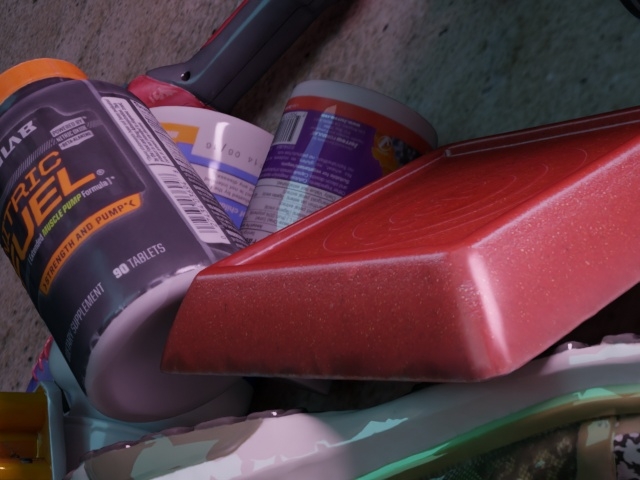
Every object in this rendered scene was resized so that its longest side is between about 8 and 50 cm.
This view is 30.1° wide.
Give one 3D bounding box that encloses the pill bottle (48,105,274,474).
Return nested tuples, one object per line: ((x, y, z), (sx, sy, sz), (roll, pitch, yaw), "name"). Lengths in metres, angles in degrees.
((-0.111, 0.052, 0.881), (0.152, 0.152, 0.272), (-12, 58, 51), "pill bottle")

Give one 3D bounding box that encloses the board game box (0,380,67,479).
((-0.257, 0.351, 0.839), (0.390, 0.050, 0.390), (-46, 45, 45), "board game box")

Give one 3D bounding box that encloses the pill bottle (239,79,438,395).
((0.000, 0.000, 0.801), (0.108, 0.108, 0.193), (6, 73, 56), "pill bottle")

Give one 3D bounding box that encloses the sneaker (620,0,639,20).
((0.175, -0.186, 0.710), (0.067, 0.078, 0.188), (-53, 34, 17), "sneaker")

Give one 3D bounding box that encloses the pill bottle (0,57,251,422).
((-0.137, -0.014, 0.755), (0.130, 0.130, 0.246), (-52, 53, 18), "pill bottle")

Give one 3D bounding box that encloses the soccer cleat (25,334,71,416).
((-0.205, 0.086, 1.044), (0.248, 0.095, 0.083), (-38, 41, 34), "soccer cleat")

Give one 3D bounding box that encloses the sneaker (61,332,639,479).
((0.076, 0.153, 0.528), (0.410, 0.158, 0.182), (-16, 74, 26), "sneaker")

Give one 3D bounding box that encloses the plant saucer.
((0.072, -0.008, 0.605), (0.259, 0.258, 0.048), (-8, 106, 53), "plant saucer")

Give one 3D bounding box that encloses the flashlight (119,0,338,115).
((-0.070, -0.177, 1.043), (0.304, 0.103, 0.103), (-45, 81, 22), "flashlight")
